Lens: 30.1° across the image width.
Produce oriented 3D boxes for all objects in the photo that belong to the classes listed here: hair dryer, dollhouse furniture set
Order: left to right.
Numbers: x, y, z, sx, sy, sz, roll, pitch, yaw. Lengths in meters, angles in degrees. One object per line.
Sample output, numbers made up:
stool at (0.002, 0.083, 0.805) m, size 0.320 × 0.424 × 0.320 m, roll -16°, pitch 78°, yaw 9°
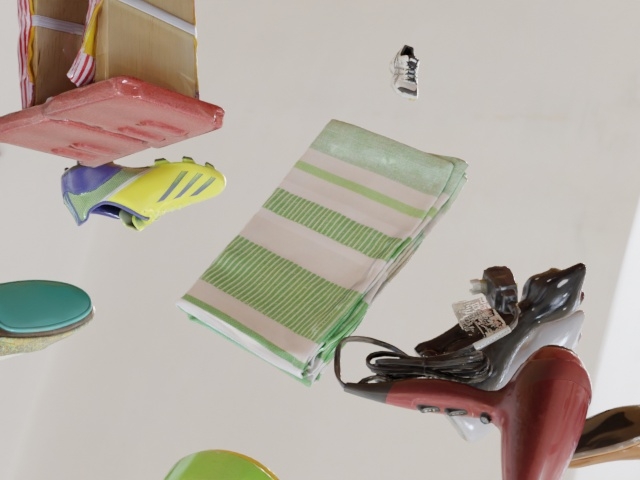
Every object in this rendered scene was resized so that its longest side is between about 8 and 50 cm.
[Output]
dollhouse furniture set at (-0.236, -0.193, 0.782) m, size 0.152 × 0.201 × 0.374 m, roll -11°, pitch 164°, yaw 35°
hair dryer at (0.159, 0.167, 1.190) m, size 0.293 × 0.224 × 0.080 m, roll 58°, pitch 175°, yaw 49°

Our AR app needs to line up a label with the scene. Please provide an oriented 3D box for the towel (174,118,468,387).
towel at (0.000, 0.000, 1.423) m, size 0.248 × 0.325 × 0.038 m, roll 24°, pitch 158°, yaw 41°

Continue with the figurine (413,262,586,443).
figurine at (0.227, 0.128, 1.393) m, size 0.092 × 0.209 × 0.215 m, roll 51°, pitch 173°, yaw 27°

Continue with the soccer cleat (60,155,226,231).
soccer cleat at (-0.272, -0.067, 1.870) m, size 0.289 × 0.121 × 0.093 m, roll -2°, pitch 160°, yaw -39°

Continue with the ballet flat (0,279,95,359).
ballet flat at (-0.494, 0.131, 1.707) m, size 0.348 × 0.123 × 0.123 m, roll -7°, pitch -171°, yaw -42°

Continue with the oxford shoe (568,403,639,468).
oxford shoe at (0.338, 0.207, 1.205) m, size 0.212 × 0.076 × 0.076 m, roll -16°, pitch -161°, yaw 20°

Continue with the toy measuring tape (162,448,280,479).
toy measuring tape at (-0.139, 0.212, 0.948) m, size 0.330 × 0.121 × 0.121 m, roll 9°, pitch 168°, yaw 16°

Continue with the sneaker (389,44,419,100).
sneaker at (0.101, -0.199, 1.400) m, size 0.032 × 0.083 × 0.037 m, roll 14°, pitch 130°, yaw -24°
